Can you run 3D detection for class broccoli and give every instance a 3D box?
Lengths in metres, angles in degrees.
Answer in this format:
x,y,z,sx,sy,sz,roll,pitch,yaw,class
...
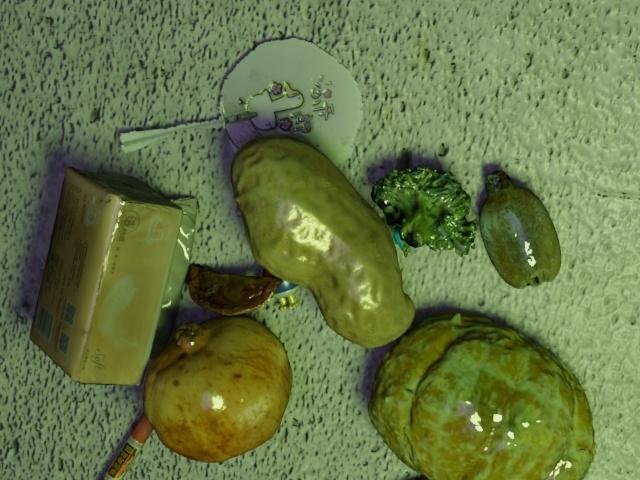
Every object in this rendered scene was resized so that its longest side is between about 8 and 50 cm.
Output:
x,y,z,sx,sy,sz,roll,pitch,yaw,class
0.158,-0.037,1.773,0.154,0.160,0.167,-17,108,34,broccoli

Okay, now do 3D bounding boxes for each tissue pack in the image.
x,y,z,sx,sy,sz,roll,pitch,yaw,class
-0.317,0.059,1.866,0.238,0.238,0.305,16,100,8,tissue pack

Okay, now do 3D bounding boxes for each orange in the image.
x,y,z,sx,sy,sz,roll,pitch,yaw,class
0.263,0.263,1.759,0.369,0.210,0.271,29,78,4,orange

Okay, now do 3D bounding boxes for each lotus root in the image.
x,y,z,sx,sy,sz,roll,pitch,yaw,class
0.305,-0.018,1.782,0.113,0.088,0.192,-20,93,19,lotus root

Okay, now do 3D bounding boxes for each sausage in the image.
x,y,z,sx,sy,sz,roll,pitch,yaw,class
-0.346,0.386,1.991,0.034,0.034,0.253,34,102,5,sausage

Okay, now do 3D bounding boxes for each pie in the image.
x,y,z,sx,sy,sz,roll,pitch,yaw,class
-0.155,0.085,1.864,0.191,0.088,0.033,9,138,35,pie

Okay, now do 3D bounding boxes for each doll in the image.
x,y,z,sx,sy,sz,roll,pitch,yaw,class
-0.074,0.045,1.873,0.099,0.058,0.143,-9,105,43,doll

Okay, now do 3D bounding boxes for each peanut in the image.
x,y,z,sx,sy,sz,roll,pitch,yaw,class
0.000,0.000,1.784,0.192,0.169,0.387,-38,86,-24,peanut

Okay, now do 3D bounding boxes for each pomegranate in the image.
x,y,z,sx,sy,sz,roll,pitch,yaw,class
-0.165,0.233,1.833,0.248,0.248,0.248,1,98,11,pomegranate

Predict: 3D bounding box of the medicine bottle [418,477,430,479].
x,y,z,sx,sy,sz,roll,pitch,yaw,class
0.133,0.434,1.886,0.218,0.074,0.074,-18,94,15,medicine bottle

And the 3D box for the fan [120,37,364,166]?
x,y,z,sx,sy,sz,roll,pitch,yaw,class
-0.133,-0.201,1.878,0.415,0.012,0.233,-7,97,10,fan

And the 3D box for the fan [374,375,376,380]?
x,y,z,sx,sy,sz,roll,pitch,yaw,class
0.118,0.225,1.893,0.056,0.004,0.083,13,99,9,fan
